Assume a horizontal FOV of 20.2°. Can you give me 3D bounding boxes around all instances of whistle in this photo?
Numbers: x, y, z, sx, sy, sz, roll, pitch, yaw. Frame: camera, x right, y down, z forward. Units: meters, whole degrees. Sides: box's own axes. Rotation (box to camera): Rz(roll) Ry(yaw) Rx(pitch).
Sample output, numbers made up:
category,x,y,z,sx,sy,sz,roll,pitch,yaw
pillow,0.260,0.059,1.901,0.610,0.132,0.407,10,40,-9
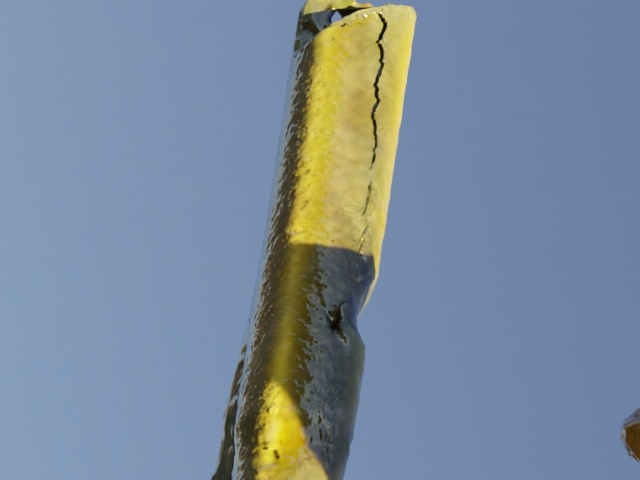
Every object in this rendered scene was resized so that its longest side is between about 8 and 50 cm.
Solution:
category,x,y,z,sx,sy,sz,roll,pitch,yaw
whistle,0.000,-0.001,0.919,0.068,0.326,0.057,10,-34,-1

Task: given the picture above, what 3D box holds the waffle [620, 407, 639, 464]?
category,x,y,z,sx,sy,sz,roll,pitch,yaw
waffle,0.201,0.093,0.696,0.211,0.055,0.160,4,-93,51
